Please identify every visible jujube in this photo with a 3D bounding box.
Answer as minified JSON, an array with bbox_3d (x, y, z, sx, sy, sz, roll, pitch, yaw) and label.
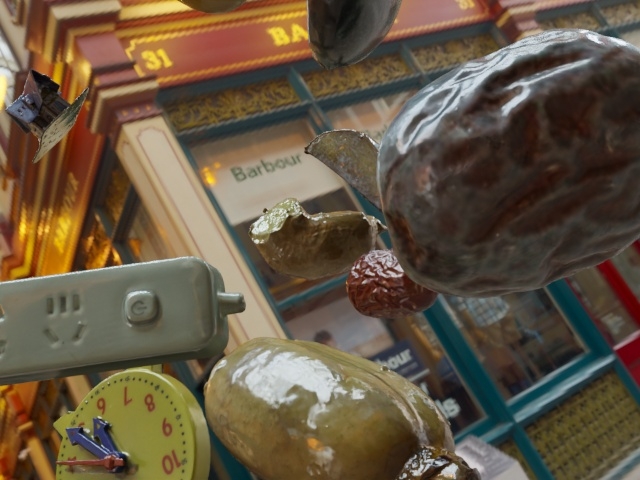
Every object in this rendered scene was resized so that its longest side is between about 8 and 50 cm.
[{"bbox_3d":[0.201,-0.068,0.748,0.308,0.215,0.246,-36,-48,7],"label":"jujube"},{"bbox_3d":[0.119,0.069,1.230,0.109,0.112,0.176,-8,2,-37],"label":"jujube"}]

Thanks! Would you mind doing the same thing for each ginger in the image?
[{"bbox_3d":[0.000,0.000,1.437,0.267,0.152,0.138,6,-1,-17],"label":"ginger"}]

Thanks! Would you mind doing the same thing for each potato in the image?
[{"bbox_3d":[0.101,-0.133,1.397,0.120,0.261,0.100,1,-56,-51],"label":"potato"}]

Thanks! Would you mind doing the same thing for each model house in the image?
[{"bbox_3d":[-0.468,-0.218,1.272,0.117,0.088,0.167,-54,12,-27],"label":"model house"}]

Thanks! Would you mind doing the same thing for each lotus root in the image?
[{"bbox_3d":[0.017,0.190,0.742,0.169,0.151,0.343,11,4,-43],"label":"lotus root"}]

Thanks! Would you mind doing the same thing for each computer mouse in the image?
[{"bbox_3d":[0.050,-0.351,0.955,0.114,0.373,0.203,2,-46,2],"label":"computer mouse"}]

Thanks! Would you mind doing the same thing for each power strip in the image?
[{"bbox_3d":[-0.258,0.081,0.693,0.386,0.091,0.062,-8,-16,4],"label":"power strip"}]

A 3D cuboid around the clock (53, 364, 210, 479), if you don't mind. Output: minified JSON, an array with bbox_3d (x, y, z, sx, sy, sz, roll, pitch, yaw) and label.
[{"bbox_3d":[-0.291,0.325,1.119,0.277,0.293,0.071,-45,-33,11],"label":"clock"}]

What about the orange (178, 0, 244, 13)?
[{"bbox_3d":[-0.241,-0.646,1.690,0.235,0.278,0.279,10,-35,-28],"label":"orange"}]
